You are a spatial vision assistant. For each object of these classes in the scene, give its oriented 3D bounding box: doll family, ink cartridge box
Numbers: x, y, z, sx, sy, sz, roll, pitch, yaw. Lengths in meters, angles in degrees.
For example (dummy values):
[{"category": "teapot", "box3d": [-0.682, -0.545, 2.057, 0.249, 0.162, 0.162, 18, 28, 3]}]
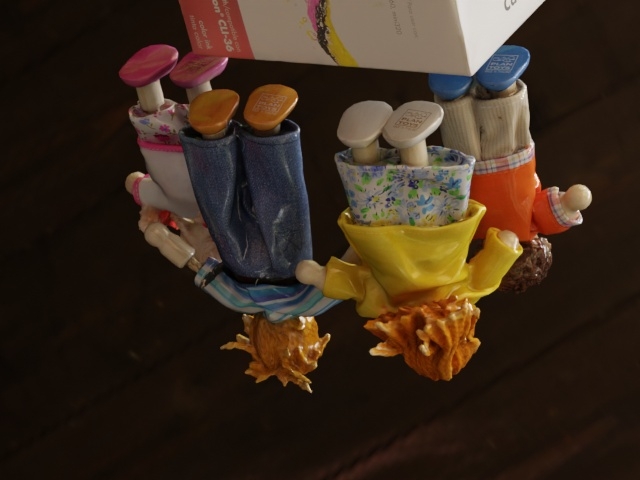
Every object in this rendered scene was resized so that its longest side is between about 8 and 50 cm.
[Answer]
[{"category": "doll family", "box3d": [0.000, 0.000, 0.980, 0.263, 0.163, 0.118, 4, -141, 21]}, {"category": "ink cartridge box", "box3d": [0.041, -0.135, 0.919, 0.198, 0.067, 0.115, 8, -142, 33]}]
